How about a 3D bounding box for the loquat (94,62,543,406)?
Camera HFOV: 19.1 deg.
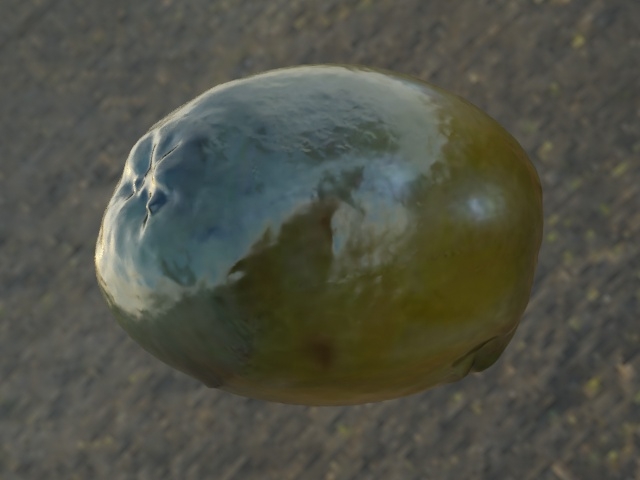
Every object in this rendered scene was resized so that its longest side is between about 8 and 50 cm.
[{"bbox_3d":[0.000,0.000,0.952,0.179,0.227,0.179,179,90,-76],"label":"loquat"}]
